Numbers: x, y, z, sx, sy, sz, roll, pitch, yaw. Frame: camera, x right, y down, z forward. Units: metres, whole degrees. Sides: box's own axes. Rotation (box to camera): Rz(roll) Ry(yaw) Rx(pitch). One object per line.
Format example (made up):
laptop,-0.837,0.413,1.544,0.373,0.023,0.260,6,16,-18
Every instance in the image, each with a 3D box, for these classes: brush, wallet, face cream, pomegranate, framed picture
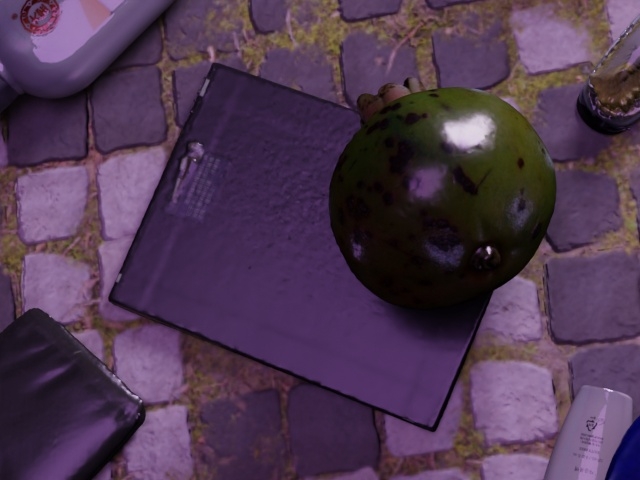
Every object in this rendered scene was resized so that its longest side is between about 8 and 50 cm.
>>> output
brush,0.337,-0.220,1.715,0.068,0.060,0.297,41,88,21
wallet,-0.292,0.196,1.765,0.168,0.052,0.245,41,84,18
face cream,-0.253,-0.215,1.840,0.291,0.071,0.144,-43,73,0
face cream,0.225,0.217,1.639,0.072,0.051,0.182,11,78,17
pomegranate,0.095,-0.054,1.665,0.202,0.202,0.248,-33,42,3
framed picture,0.000,0.000,1.763,0.339,0.014,0.255,20,81,16

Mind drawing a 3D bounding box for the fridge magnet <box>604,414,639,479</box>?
fridge magnet,0.363,0.233,1.572,0.266,0.112,0.265,-3,77,12
